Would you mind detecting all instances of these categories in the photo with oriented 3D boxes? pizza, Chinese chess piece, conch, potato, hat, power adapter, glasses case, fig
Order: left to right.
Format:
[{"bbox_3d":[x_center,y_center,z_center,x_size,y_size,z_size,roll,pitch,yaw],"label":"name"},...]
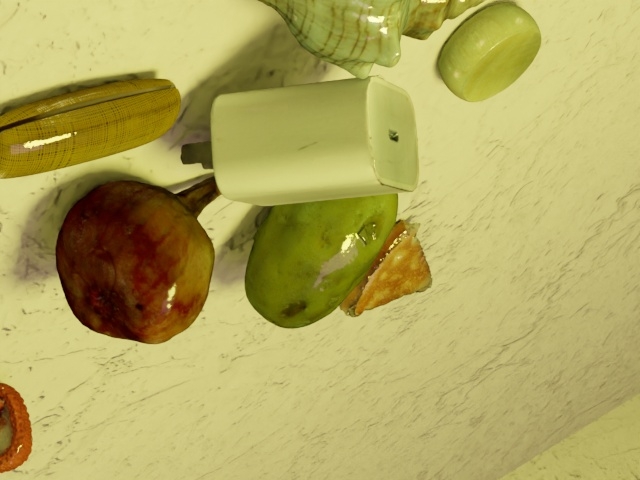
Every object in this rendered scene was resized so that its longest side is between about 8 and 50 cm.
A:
[{"bbox_3d":[-0.402,0.246,1.985,0.093,0.112,0.162,-11,167,4],"label":"hat"},{"bbox_3d":[-0.243,-0.117,1.594,0.234,0.064,0.079,-20,157,-39],"label":"glasses case"},{"bbox_3d":[-0.186,0.015,1.797,0.190,0.190,0.290,-49,171,20],"label":"fig"},{"bbox_3d":[-0.032,-0.106,1.763,0.255,0.124,0.187,-6,174,19],"label":"power adapter"},{"bbox_3d":[0.000,0.000,2.051,0.253,0.148,0.186,-48,172,0],"label":"potato"},{"bbox_3d":[0.030,-0.250,1.599,0.386,0.169,0.203,-19,175,-36],"label":"conch"},{"bbox_3d":[0.116,0.048,2.410,0.185,0.052,0.195,-53,149,12],"label":"pizza"},{"bbox_3d":[0.222,-0.247,2.037,0.144,0.058,0.144,-30,155,-16],"label":"Chinese chess piece"}]
